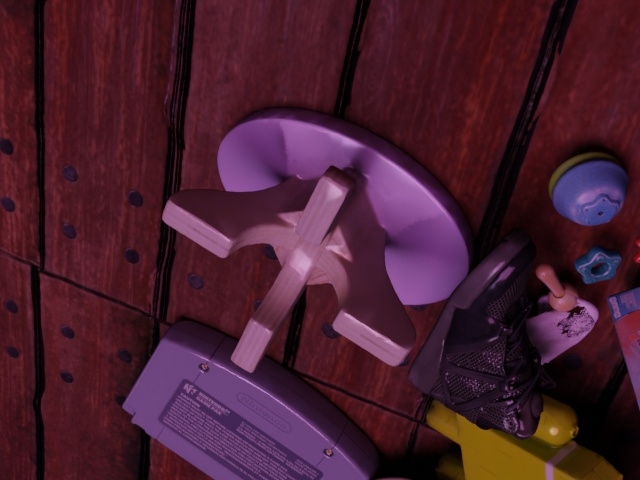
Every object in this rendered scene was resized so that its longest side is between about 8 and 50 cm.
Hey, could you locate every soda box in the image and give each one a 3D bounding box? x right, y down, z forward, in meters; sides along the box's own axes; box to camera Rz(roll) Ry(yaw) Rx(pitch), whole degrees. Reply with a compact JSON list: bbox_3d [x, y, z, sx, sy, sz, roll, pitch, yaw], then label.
[{"bbox_3d":[0.310,0.129,0.889,0.058,0.183,0.063,-23,155,26],"label":"soda box"}]

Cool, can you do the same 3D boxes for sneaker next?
[{"bbox_3d":[0.169,0.091,0.912,0.130,0.087,0.227,37,136,18],"label":"sneaker"}]

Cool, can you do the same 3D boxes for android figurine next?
[{"bbox_3d":[0.224,0.258,1.032,0.273,0.056,0.248,22,134,45],"label":"android figurine"}]

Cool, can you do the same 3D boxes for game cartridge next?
[{"bbox_3d":[-0.084,0.227,1.225,0.297,0.062,0.198,35,126,-1],"label":"game cartridge"}]

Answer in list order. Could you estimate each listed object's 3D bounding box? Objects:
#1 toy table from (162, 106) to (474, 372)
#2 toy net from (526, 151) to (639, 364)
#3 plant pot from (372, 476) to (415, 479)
[{"bbox_3d":[0.000,0.000,0.957,0.274,0.161,0.252,22,129,11],"label":"toy table"},{"bbox_3d":[0.249,0.024,0.937,0.122,0.045,0.232,3,132,-12],"label":"toy net"},{"bbox_3d":[0.138,0.441,1.158,0.256,0.256,0.274,-22,136,35],"label":"plant pot"}]
